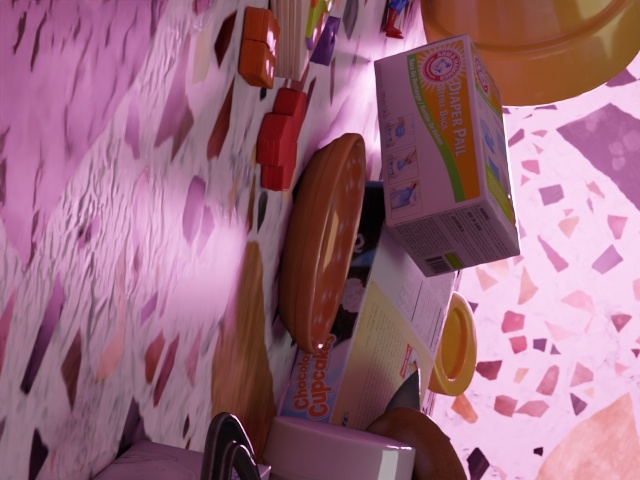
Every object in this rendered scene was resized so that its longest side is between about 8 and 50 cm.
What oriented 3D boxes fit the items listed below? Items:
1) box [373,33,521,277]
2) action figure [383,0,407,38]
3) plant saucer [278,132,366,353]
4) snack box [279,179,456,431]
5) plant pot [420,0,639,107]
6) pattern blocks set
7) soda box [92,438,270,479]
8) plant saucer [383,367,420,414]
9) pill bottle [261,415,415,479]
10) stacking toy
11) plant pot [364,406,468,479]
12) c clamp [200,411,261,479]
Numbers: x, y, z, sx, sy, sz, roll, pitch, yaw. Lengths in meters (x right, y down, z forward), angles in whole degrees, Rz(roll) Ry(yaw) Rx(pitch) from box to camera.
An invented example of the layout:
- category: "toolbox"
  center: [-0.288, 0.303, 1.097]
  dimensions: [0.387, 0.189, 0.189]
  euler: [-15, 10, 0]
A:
- category: "box"
  center: [0.124, -0.085, 1.695]
  dimensions: [0.114, 0.103, 0.203]
  euler: [51, 30, -52]
- category: "action figure"
  center: [0.089, -0.265, 1.752]
  dimensions: [0.038, 0.030, 0.115]
  euler: [29, 72, -75]
- category: "plant saucer"
  center: [0.000, 0.000, 1.519]
  dimensions: [0.200, 0.037, 0.200]
  euler: [11, 90, -81]
- category: "snack box"
  center: [0.046, 0.124, 1.709]
  dimensions: [0.187, 0.060, 0.322]
  euler: [52, 47, -50]
- category: "plant pot"
  center: [0.224, -0.317, 1.898]
  dimensions: [0.239, 0.254, 0.254]
  euler: [71, 29, -42]
- category: "pattern blocks set"
  center: [-0.005, -0.216, 1.239]
  dimensions: [0.325, 0.026, 0.285]
  euler: [86, 19, -59]
- category: "soda box"
  center: [-0.106, 0.197, 0.954]
  dimensions: [0.286, 0.091, 0.098]
  euler: [-36, 136, -76]
- category: "plant saucer"
  center: [0.078, 0.218, 1.626]
  dimensions: [0.195, 0.037, 0.195]
  euler: [-1, 90, -88]
- category: "pill bottle"
  center: [-0.012, 0.305, 1.427]
  dimensions: [0.169, 0.169, 0.301]
  euler: [24, 79, -81]
- category: "stacking toy"
  center: [0.083, 0.001, 1.971]
  dimensions: [0.279, 0.130, 0.309]
  euler: [47, 48, -47]
- category: "plant pot"
  center: [0.070, 0.266, 1.512]
  dimensions: [0.236, 0.032, 0.236]
  euler: [178, -90, -65]
- category: "c clamp"
  center: [-0.047, 0.181, 0.935]
  dimensions: [0.137, 0.022, 0.161]
  euler: [60, 28, -52]
